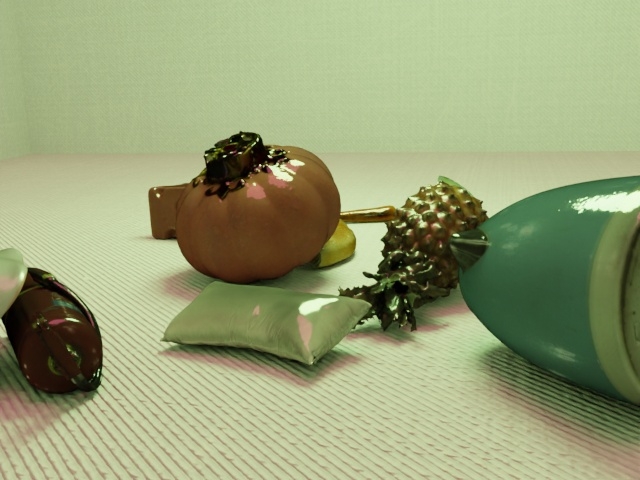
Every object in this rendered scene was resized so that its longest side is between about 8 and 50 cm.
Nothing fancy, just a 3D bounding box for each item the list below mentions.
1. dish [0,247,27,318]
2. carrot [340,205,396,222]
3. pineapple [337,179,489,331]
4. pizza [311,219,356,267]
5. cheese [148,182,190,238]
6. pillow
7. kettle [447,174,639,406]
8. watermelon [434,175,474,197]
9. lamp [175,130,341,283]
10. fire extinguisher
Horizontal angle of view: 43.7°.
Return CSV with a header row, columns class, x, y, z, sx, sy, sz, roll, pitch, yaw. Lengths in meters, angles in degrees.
class,x,y,z,sx,sy,sz,roll,pitch,yaw
dish,-0.466,0.077,0.970,0.229,0.081,0.229,-28,32,20
carrot,0.088,-0.060,1.898,0.190,0.037,0.037,-4,12,-3
pineapple,0.144,0.034,1.232,0.175,0.175,0.361,6,30,33
pizza,0.006,0.001,1.583,0.134,0.056,0.271,0,16,-3
cheese,-0.254,-0.070,1.809,0.203,0.128,0.177,0,10,27
pillow,-0.075,0.109,1.057,0.254,0.078,0.144,5,24,30
kettle,0.332,0.063,0.955,0.319,0.247,0.342,27,-10,-26
watermelon,0.275,-0.071,1.770,0.098,0.121,0.158,27,27,19
lamp,-0.118,-0.066,1.411,0.305,0.239,0.305,-17,27,9
fire extinguisher,-0.348,0.103,1.007,0.105,0.141,0.341,-41,25,-15
